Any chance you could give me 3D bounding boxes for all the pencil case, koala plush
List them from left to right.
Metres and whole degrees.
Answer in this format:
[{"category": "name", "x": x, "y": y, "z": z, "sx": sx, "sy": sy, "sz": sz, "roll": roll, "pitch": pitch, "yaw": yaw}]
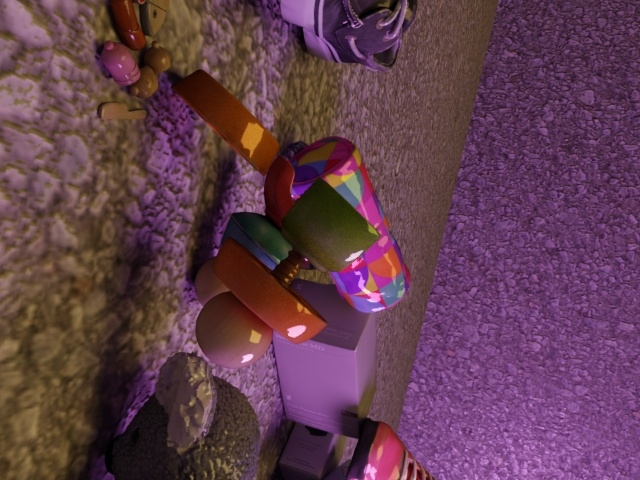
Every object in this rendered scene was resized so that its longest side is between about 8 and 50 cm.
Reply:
[{"category": "koala plush", "x": -0.106, "y": 0.210, "z": 0.566, "sx": 0.196, "sy": 0.203, "sz": 0.221, "roll": 70, "pitch": 24, "yaw": -63}, {"category": "pencil case", "x": 0.032, "y": -0.017, "z": 0.859, "sx": 0.236, "sy": 0.104, "sz": 0.104, "roll": 61, "pitch": 40, "yaw": -34}]

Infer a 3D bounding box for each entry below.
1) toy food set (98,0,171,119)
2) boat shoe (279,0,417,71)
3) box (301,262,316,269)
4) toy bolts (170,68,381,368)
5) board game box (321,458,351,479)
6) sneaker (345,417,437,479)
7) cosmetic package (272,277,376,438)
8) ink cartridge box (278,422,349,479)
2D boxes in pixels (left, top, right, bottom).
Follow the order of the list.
[{"category": "toy food set", "x": -0.126, "y": -0.145, "z": 0.487, "sx": 0.078, "sy": 0.019, "sz": 0.122, "roll": -27, "pitch": 128, "yaw": -69}, {"category": "boat shoe", "x": 0.040, "y": -0.248, "z": 0.690, "sx": 0.335, "sy": 0.119, "sz": 0.121, "roll": -24, "pitch": 129, "yaw": -82}, {"category": "box", "x": 0.000, "y": 0.000, "z": 1.006, "sx": 0.136, "sy": 0.028, "sz": 0.081, "roll": 2, "pitch": 100, "yaw": -72}, {"category": "toy bolts", "x": -0.075, "y": -0.007, "z": 0.603, "sx": 0.158, "sy": 0.218, "sz": 0.228, "roll": -46, "pitch": 179, "yaw": 0}, {"category": "board game box", "x": -0.042, "y": 0.528, "z": 1.052, "sx": 0.318, "sy": 0.066, "sz": 0.318, "roll": -3, "pitch": 114, "yaw": -65}, {"category": "sneaker", "x": 0.133, "y": 0.367, "z": 1.056, "sx": 0.314, "sy": 0.136, "sz": 0.116, "roll": 68, "pitch": 37, "yaw": -46}, {"category": "cosmetic package", "x": 0.011, "y": 0.173, "z": 1.002, "sx": 0.238, "sy": 0.127, "sz": 0.107, "roll": 81, "pitch": 26, "yaw": -48}, {"category": "ink cartridge box", "x": 0.001, "y": 0.332, "z": 1.179, "sx": 0.127, "sy": 0.072, "sz": 0.175, "roll": 83, "pitch": 26, "yaw": -49}]
